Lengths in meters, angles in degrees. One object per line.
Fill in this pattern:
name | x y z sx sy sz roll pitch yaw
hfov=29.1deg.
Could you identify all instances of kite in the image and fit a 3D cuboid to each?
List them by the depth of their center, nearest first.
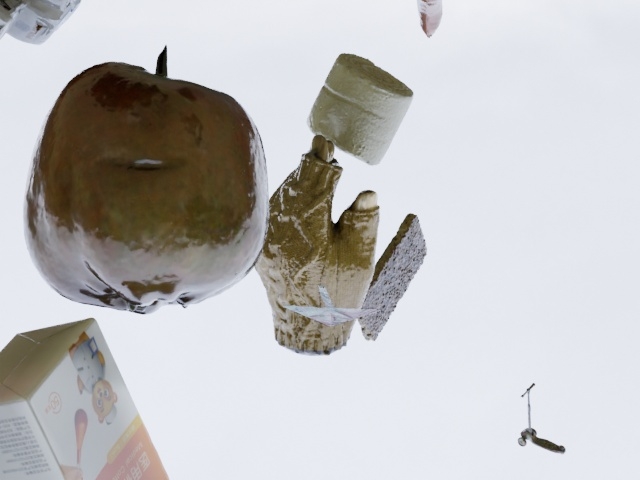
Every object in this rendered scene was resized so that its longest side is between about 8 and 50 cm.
kite | 0.017 0.090 1.667 0.137 0.152 0.005 2 -112 0

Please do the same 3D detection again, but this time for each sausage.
sausage | 0.163 -0.349 1.821 0.040 0.047 0.177 -23 171 1

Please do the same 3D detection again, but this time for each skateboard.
skateboard | 0.271 0.221 1.516 0.064 0.083 0.032 16 -143 41

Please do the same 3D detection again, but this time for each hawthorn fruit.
hawthorn fruit | -0.189 -0.070 1.339 0.267 0.301 0.268 -3 167 -1

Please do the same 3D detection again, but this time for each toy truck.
toy truck | -0.412 -0.331 1.539 0.161 0.213 0.177 -33 -157 48

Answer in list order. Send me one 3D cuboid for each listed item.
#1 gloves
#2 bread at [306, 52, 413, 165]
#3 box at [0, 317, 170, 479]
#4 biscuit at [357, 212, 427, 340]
gloves | -0.010 0.009 1.967 0.203 0.357 0.155 12 -169 38
bread | 0.063 -0.217 2.045 0.148 0.141 0.134 38 -155 28
box | -0.352 0.314 1.737 0.143 0.341 0.225 -13 -158 23
biscuit | 0.132 0.068 2.266 0.025 0.131 0.231 17 -120 30
